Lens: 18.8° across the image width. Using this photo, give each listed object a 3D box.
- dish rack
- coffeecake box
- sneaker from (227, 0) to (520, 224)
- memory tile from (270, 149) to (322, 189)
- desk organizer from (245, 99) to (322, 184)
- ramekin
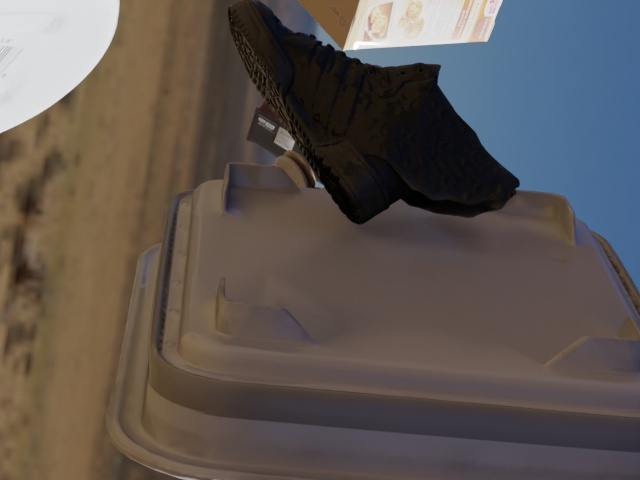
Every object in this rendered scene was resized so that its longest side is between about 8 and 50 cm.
[{"bbox_3d":[0.043,0.033,0.991,0.333,0.286,0.072,-97,-168,-73],"label":"dish rack"},{"bbox_3d":[0.072,-0.264,1.982,0.142,0.185,0.068,51,-45,38],"label":"coffeecake box"},{"bbox_3d":[0.027,-0.075,1.050,0.170,0.089,0.051,57,-11,12],"label":"sneaker"},{"bbox_3d":[0.000,0.000,1.560,0.012,0.148,0.113,-36,-179,-25],"label":"memory tile"},{"bbox_3d":[0.007,-0.082,1.642,0.050,0.130,0.047,-55,172,-35],"label":"desk organizer"},{"bbox_3d":[-0.284,-0.181,1.438,0.277,0.277,0.135,103,-35,-64],"label":"ramekin"}]
